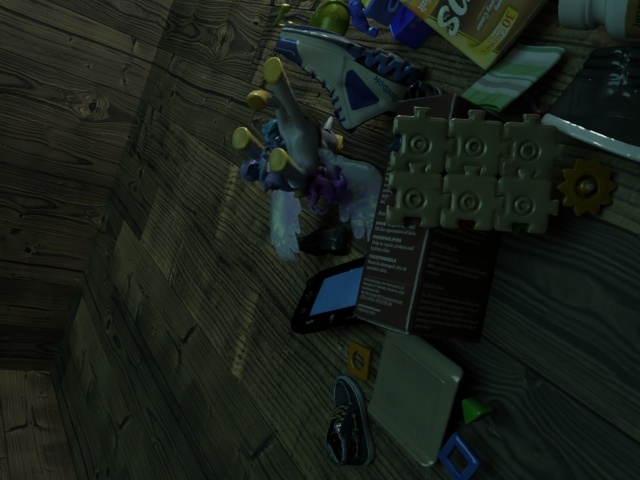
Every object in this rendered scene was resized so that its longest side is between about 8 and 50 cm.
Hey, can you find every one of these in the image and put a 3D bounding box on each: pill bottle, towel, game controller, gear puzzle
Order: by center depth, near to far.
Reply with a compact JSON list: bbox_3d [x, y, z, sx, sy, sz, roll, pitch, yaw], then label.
[{"bbox_3d":[0.447,-0.326,0.718,0.229,0.131,0.131,21,96,36],"label":"pill bottle"},{"bbox_3d":[0.265,-0.098,0.808,0.044,0.339,0.175,-94,7,-84],"label":"gear puzzle"},{"bbox_3d":[0.319,-0.277,0.923,0.152,0.023,0.113,-41,31,-7],"label":"towel"},{"bbox_3d":[0.056,0.109,1.130,0.319,0.067,0.166,-22,27,48],"label":"game controller"}]

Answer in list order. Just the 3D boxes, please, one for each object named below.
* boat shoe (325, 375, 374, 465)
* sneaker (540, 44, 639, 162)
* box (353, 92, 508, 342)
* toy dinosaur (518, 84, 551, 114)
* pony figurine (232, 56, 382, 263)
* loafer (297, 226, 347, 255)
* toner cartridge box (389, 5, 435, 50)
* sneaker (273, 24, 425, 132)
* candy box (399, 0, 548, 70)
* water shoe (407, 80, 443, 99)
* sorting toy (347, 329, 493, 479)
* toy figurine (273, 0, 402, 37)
[{"bbox_3d":[0.046,0.354,1.090,0.065,0.083,0.183,-45,48,34],"label":"boat shoe"},{"bbox_3d":[0.445,-0.180,0.738,0.296,0.105,0.147,47,121,52],"label":"sneaker"},{"bbox_3d":[0.200,-0.032,0.931,0.143,0.191,0.381,13,89,52],"label":"box"},{"bbox_3d":[0.360,-0.244,0.937,0.090,0.047,0.082,114,147,-72],"label":"toy dinosaur"},{"bbox_3d":[-0.028,-0.153,1.154,0.303,0.363,0.351,-11,75,24],"label":"pony figurine"},{"bbox_3d":[0.000,0.000,1.282,0.170,0.062,0.061,1,71,42],"label":"loafer"},{"bbox_3d":[0.271,-0.568,1.098,0.348,0.075,0.165,-37,52,39],"label":"toner cartridge box"},{"bbox_3d":[0.044,-0.332,1.163,0.127,0.316,0.182,-83,10,-65],"label":"sneaker"},{"bbox_3d":[0.235,-0.469,0.963,0.316,0.087,0.183,43,115,8],"label":"candy box"},{"bbox_3d":[0.195,-0.213,1.080,0.073,0.080,0.203,-12,70,49],"label":"water shoe"},{"bbox_3d":[0.170,0.267,0.977,0.348,0.047,0.196,35,118,49],"label":"sorting toy"},{"bbox_3d":[0.081,-0.508,1.117,0.362,0.191,0.217,-53,49,30],"label":"toy figurine"}]
